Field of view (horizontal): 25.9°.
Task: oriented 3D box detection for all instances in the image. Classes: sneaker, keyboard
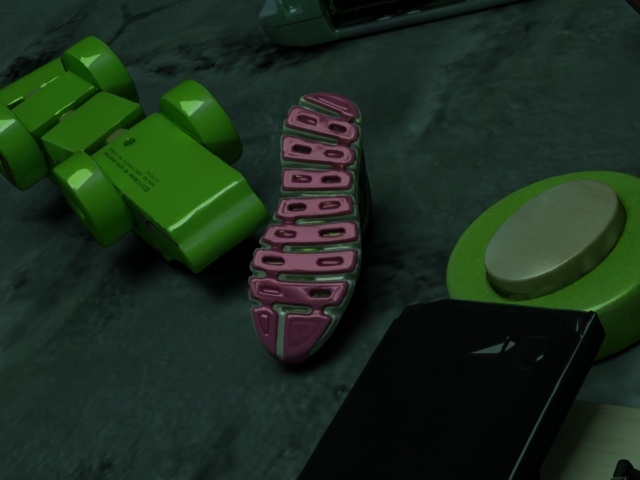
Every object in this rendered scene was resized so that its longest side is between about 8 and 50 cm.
[{"bbox_3d":[0.000,0.000,0.824,0.063,0.074,0.170,1,62,11],"label":"sneaker"},{"bbox_3d":[0.037,0.157,0.558,0.202,0.033,0.317,3,54,48],"label":"keyboard"}]

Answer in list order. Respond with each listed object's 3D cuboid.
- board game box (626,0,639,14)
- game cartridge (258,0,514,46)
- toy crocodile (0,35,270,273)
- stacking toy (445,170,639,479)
[{"bbox_3d":[0.306,-0.246,0.744,0.208,0.056,0.347,-54,9,-17],"label":"board game box"},{"bbox_3d":[0.109,-0.245,1.086,0.294,0.060,0.196,-8,41,28],"label":"game cartridge"},{"bbox_3d":[-0.145,-0.058,0.980,0.115,0.105,0.341,-40,39,-18],"label":"toy crocodile"},{"bbox_3d":[0.185,-0.020,0.648,0.280,0.130,0.309,-23,33,7],"label":"stacking toy"}]
